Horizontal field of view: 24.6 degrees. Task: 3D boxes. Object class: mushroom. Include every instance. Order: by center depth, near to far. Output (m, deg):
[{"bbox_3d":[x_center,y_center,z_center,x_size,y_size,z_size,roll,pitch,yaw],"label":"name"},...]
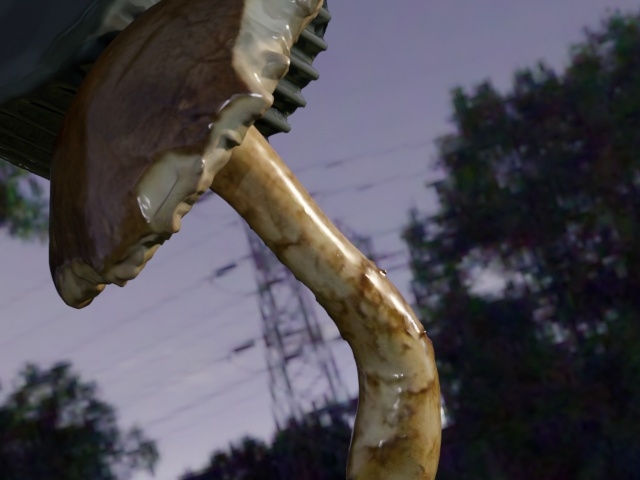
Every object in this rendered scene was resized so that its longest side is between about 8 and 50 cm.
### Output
[{"bbox_3d":[-0.025,-0.012,0.829,0.208,0.301,0.233,19,63,48],"label":"mushroom"}]

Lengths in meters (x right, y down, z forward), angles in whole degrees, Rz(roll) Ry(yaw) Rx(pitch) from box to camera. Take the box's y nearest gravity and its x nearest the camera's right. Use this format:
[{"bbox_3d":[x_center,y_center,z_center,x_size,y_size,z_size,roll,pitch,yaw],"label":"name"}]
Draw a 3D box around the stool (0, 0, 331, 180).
[{"bbox_3d":[-0.173,-0.181,0.991,0.297,0.297,0.330,-20,-8,12],"label":"stool"}]
